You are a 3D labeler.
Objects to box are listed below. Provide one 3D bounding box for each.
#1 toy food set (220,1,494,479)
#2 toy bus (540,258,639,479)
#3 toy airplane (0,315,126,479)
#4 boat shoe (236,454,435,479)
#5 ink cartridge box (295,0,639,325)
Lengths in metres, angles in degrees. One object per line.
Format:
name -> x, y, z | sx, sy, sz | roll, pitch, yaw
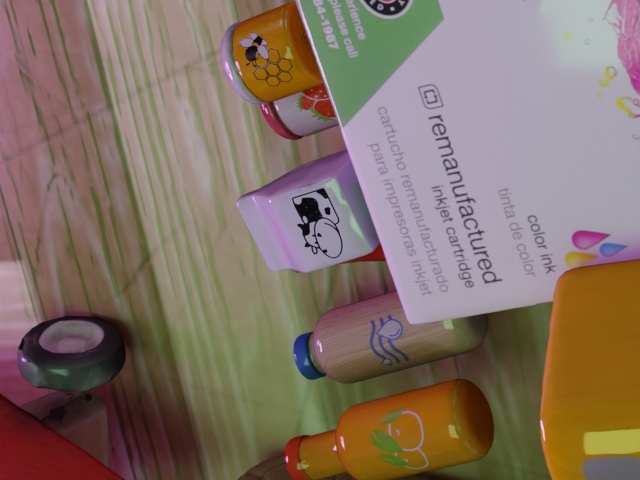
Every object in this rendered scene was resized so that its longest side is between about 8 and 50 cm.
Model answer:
toy food set -> 0.000, 0.000, 0.820 | 0.105, 0.111, 0.232 | -18, 108, 28
toy bus -> 0.262, 0.063, 0.637 | 0.333, 0.108, 0.130 | -8, 131, 22
toy airplane -> -0.317, 0.138, 0.925 | 0.386, 0.272, 0.384 | 48, 123, -4
boat shoe -> 0.082, 0.192, 0.887 | 0.285, 0.103, 0.092 | 13, 123, 21
ink cartridge box -> 0.147, -0.095, 0.709 | 0.278, 0.117, 0.201 | -12, 109, 26
